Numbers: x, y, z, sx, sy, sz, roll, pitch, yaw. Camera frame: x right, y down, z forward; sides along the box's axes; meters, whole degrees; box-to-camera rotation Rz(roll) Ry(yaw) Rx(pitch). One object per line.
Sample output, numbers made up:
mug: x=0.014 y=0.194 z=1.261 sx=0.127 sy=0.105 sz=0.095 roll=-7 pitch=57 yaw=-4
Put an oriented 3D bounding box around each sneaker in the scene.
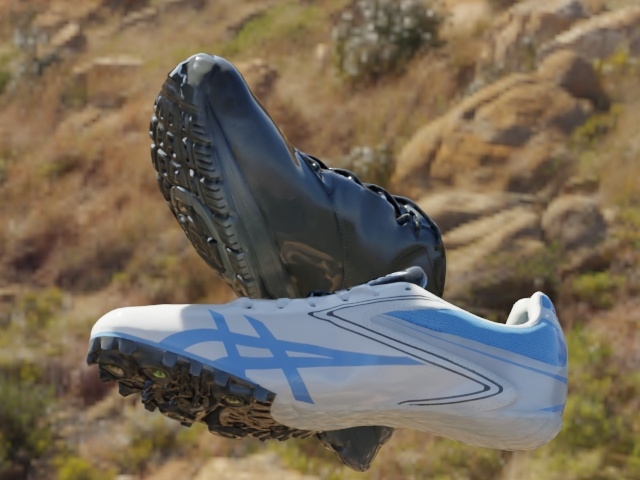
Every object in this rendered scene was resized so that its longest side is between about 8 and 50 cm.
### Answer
sneaker: x=0.006 y=0.052 z=0.712 sx=0.237 sy=0.086 sz=0.085 roll=7 pitch=-23 yaw=-15
sneaker: x=0.000 y=0.000 z=0.846 sx=0.130 sy=0.286 sz=0.109 roll=-35 pitch=38 yaw=-11
